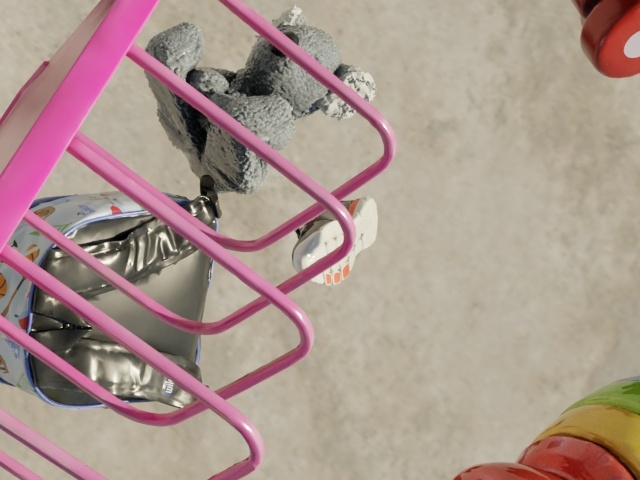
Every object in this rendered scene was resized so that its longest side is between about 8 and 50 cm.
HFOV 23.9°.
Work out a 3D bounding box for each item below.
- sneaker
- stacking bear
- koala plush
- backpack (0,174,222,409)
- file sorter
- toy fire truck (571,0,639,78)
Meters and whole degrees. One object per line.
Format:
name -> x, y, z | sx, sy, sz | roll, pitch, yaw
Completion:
sneaker -> 0.000, 0.000, 1.409 | 0.158, 0.064, 0.061 | -33, 125, -61
stacking bear -> 0.187, 0.170, 0.975 | 0.289, 0.164, 0.175 | -16, 135, -40
koala plush -> -0.064, -0.177, 1.769 | 0.221, 0.196, 0.203 | -39, 154, -22
backpack -> -0.256, 0.060, 1.661 | 0.263, 0.213, 0.277 | -6, 102, -56
file sorter -> -0.110, 0.028, 0.782 | 0.182, 0.202, 0.291 | 37, 52, -16
toy fire truck -> 0.341, -0.321, 1.475 | 0.253, 0.169, 0.302 | -23, 142, -7
